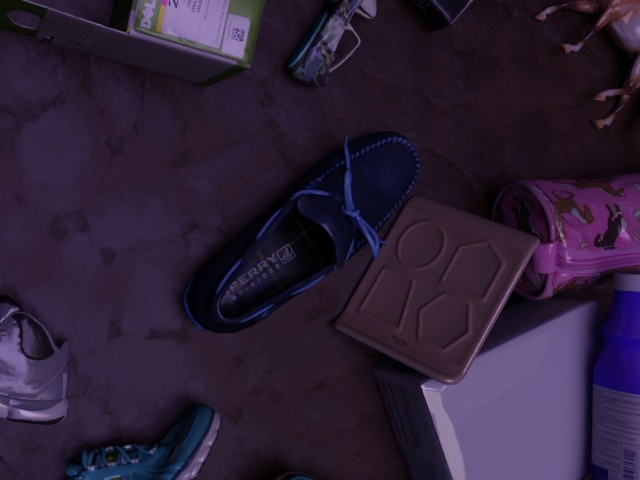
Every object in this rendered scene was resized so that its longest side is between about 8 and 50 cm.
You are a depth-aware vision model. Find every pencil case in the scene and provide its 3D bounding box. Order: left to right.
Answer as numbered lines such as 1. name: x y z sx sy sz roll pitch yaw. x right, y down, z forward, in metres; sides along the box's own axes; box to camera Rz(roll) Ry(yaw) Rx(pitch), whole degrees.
1. pencil case: 0.412 -0.017 1.262 0.386 0.167 0.160 -6 75 -18

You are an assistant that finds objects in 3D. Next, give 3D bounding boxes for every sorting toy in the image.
1. sorting toy: 0.139 0.056 1.167 0.208 0.193 0.038 -56 139 -12

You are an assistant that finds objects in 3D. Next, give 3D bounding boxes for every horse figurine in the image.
1. horse figurine: 0.410 -0.266 1.312 0.174 0.066 0.263 -35 101 -10

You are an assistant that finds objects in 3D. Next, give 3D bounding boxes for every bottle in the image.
1. bottle: 0.373 0.178 1.129 0.092 0.118 0.283 0 91 -22

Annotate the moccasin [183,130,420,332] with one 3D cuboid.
1. moccasin: 0.000 0.000 1.137 0.342 0.117 0.138 -44 105 -14

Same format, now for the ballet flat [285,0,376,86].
1. ballet flat: 0.029 -0.268 1.165 0.070 0.070 0.188 31 96 -19

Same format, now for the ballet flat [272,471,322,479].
1. ballet flat: 0.067 0.381 1.181 0.348 0.123 0.123 27 82 -18

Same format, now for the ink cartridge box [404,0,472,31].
1. ink cartridge box: 0.207 -0.459 1.233 0.176 0.069 0.371 44 75 -16

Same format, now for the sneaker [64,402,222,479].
1. sneaker: -0.226 0.271 1.074 0.275 0.107 0.110 -39 95 -15

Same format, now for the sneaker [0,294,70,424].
1. sneaker: -0.374 0.119 1.028 0.228 0.086 0.132 12 83 -31

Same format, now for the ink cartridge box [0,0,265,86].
1. ink cartridge box: -0.206 -0.247 1.014 0.255 0.189 0.097 13 88 -20

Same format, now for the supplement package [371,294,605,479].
1. supplement package: 0.233 0.208 1.217 0.261 0.145 0.204 -22 99 -19
